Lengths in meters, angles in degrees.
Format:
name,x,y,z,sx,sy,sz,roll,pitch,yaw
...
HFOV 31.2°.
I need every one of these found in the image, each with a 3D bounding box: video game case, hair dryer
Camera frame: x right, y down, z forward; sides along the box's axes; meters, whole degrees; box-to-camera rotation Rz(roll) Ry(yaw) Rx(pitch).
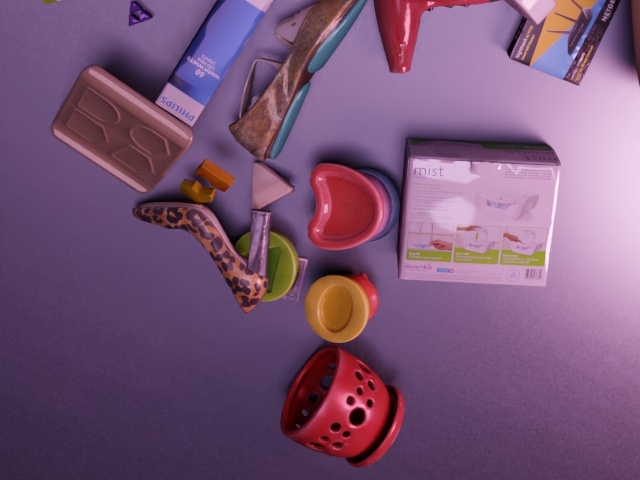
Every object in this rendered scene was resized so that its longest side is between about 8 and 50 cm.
name,x,y,z,sx,sy,sz,roll,pitch,yaw
video game case,-0.092,0.061,2.120,0.122,0.011,0.087,12,111,-3
hair dryer,0.194,-0.402,1.897,0.223,0.080,0.293,34,109,-12

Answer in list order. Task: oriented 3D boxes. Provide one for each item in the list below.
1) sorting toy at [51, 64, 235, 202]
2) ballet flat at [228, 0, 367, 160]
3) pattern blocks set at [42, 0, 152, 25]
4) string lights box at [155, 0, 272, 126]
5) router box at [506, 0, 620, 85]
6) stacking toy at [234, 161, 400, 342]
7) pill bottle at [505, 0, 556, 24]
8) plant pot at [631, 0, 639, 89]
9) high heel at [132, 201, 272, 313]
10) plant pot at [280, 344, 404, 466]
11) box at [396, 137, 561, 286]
name,x,y,z,sx,sy,sz,roll,pitch,yaw
sorting toy,-0.301,-0.163,1.972,0.307,0.041,0.229,34,146,-12
ballet flat,-0.048,-0.299,1.929,0.123,0.123,0.348,28,109,-10
pattern blocks set,-0.373,-0.505,1.893,0.285,0.026,0.325,-34,107,13
string lights box,-0.169,-0.329,1.902,0.077,0.133,0.259,32,109,-10
router box,0.410,-0.367,1.925,0.133,0.046,0.179,20,111,-6
stacking toy,0.000,0.000,2.064,0.279,0.130,0.309,17,105,22
pill bottle,0.391,-0.527,1.758,0.210,0.210,0.363,39,101,-13
plant pot,0.600,-0.376,1.831,0.256,0.256,0.274,-19,94,8
high heel,-0.217,0.027,2.034,0.261,0.093,0.186,7,95,11
plant pot,0.045,0.315,2.129,0.174,0.191,0.191,33,109,-20
box,0.271,-0.050,2.009,0.262,0.127,0.231,2,111,0
